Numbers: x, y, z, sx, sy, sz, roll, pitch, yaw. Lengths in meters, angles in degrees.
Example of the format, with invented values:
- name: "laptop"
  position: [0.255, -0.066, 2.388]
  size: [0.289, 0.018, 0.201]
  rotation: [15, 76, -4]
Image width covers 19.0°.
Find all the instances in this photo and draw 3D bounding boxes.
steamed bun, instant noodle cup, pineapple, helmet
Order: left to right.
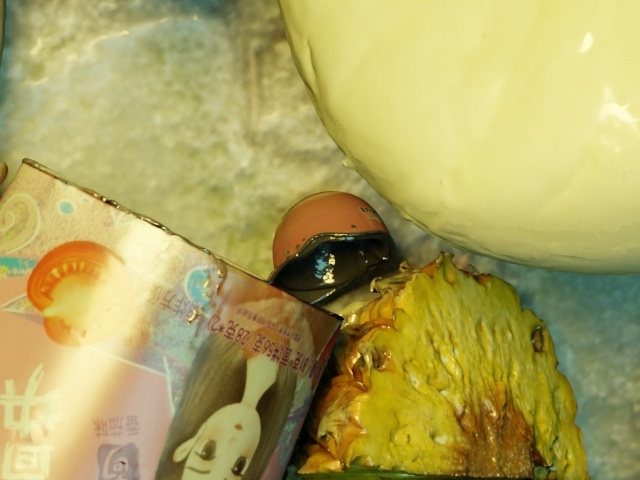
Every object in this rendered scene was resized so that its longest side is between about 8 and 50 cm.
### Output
- name: "instant noodle cup"
  position: [-0.120, 0.102, 0.998]
  size: [0.243, 0.243, 0.231]
  rotation: [27, 88, -26]
- name: "helmet"
  position: [-0.002, 0.000, 1.110]
  size: [0.084, 0.049, 0.065]
  rotation: [-30, 152, 17]
- name: "pineapple"
  position: [0.040, 0.085, 1.127]
  size: [0.249, 0.164, 0.140]
  rotation: [8, 74, -45]
- name: "steamed bun"
  position: [0.164, -0.134, 0.987]
  size: [0.334, 0.312, 0.233]
  rotation: [-31, 157, 26]

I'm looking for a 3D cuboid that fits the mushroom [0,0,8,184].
- name: "mushroom"
  position: [-0.208, -0.134, 0.964]
  size: [0.108, 0.096, 0.247]
  rotation: [-27, 120, -39]
